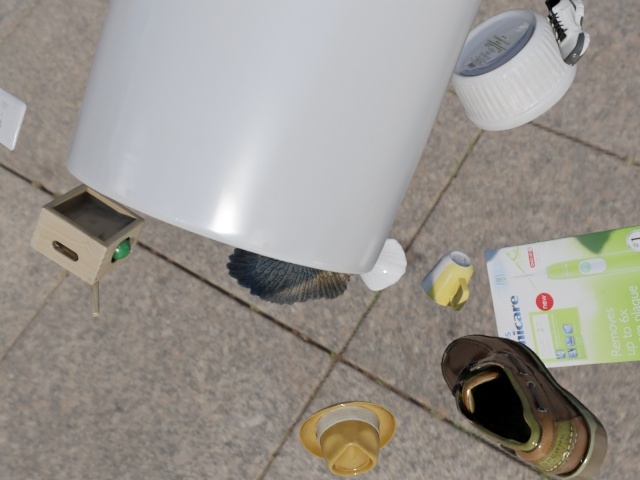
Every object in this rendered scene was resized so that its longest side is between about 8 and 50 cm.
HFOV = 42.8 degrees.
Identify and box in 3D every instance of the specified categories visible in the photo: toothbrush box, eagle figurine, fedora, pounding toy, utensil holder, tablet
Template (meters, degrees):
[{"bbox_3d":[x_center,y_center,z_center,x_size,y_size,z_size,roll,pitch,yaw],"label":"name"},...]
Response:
[{"bbox_3d":[0.434,0.092,1.331,0.283,0.122,0.206,-10,87,34],"label":"toothbrush box"},{"bbox_3d":[-0.009,0.003,1.520,0.225,0.298,0.226,-34,62,26],"label":"eagle figurine"},{"bbox_3d":[0.053,0.367,1.470,0.194,0.194,0.079,-14,45,5],"label":"fedora"},{"bbox_3d":[-0.332,0.011,1.179,0.141,0.100,0.130,32,29,4],"label":"pounding toy"},{"bbox_3d":[-0.025,-0.200,0.747,0.327,0.327,0.386,22,98,21],"label":"utensil holder"},{"bbox_3d":[-0.351,-0.136,0.903,0.083,0.006,0.054,29,104,41],"label":"tablet"}]

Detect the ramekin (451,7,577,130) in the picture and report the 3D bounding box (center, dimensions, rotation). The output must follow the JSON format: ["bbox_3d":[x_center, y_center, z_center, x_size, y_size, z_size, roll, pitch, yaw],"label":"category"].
[{"bbox_3d":[0.318,-0.298,1.390,0.207,0.109,0.207,-27,37,23],"label":"ramekin"}]

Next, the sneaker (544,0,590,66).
[{"bbox_3d":[0.280,-0.244,0.943,0.043,0.040,0.109,20,49,-19],"label":"sneaker"}]

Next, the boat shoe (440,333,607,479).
[{"bbox_3d":[0.219,0.180,1.004,0.104,0.307,0.111,20,94,-22],"label":"boat shoe"}]

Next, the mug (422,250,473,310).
[{"bbox_3d":[0.188,0.053,1.139,0.062,0.064,0.078,-19,54,-43],"label":"mug"}]
